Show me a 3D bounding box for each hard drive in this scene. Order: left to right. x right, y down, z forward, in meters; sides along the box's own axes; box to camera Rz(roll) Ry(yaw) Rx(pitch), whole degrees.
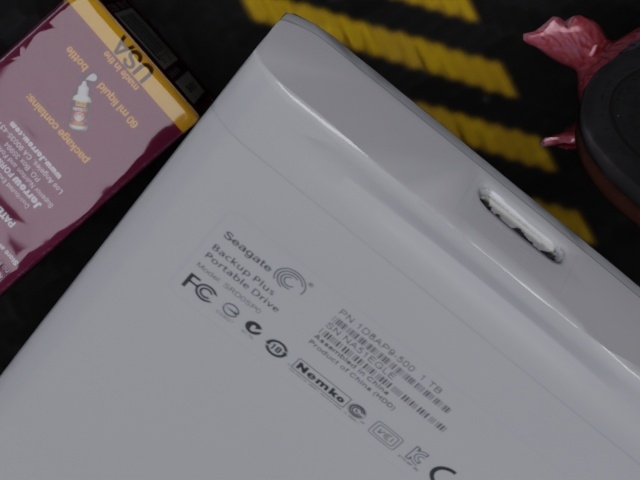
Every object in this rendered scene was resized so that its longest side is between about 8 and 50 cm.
[{"bbox_3d":[-0.015,0.089,0.755,0.233,0.047,0.353,39,134,-5],"label":"hard drive"}]

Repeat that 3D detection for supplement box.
[{"bbox_3d":[-0.146,-0.029,0.809,0.188,0.104,0.081,-41,97,7],"label":"supplement box"}]

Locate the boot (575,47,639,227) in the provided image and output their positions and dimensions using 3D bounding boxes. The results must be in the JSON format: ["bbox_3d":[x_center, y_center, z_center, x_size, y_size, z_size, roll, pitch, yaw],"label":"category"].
[{"bbox_3d":[0.183,0.038,0.745,0.264,0.280,0.096,14,64,-13],"label":"boot"}]

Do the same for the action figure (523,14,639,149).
[{"bbox_3d":[0.269,-0.082,0.726,0.370,0.276,0.248,-15,105,-11],"label":"action figure"}]
